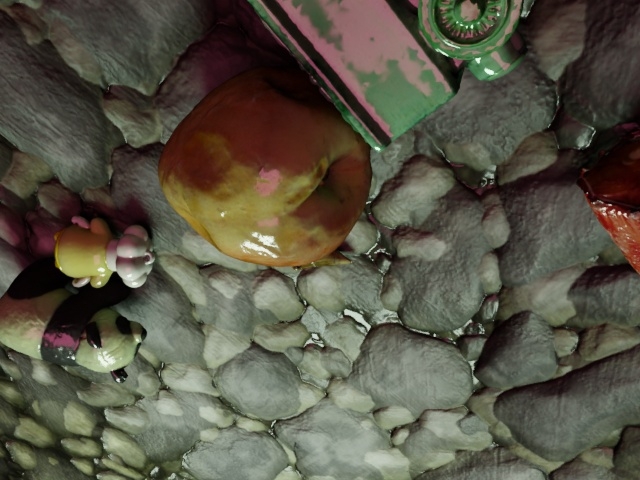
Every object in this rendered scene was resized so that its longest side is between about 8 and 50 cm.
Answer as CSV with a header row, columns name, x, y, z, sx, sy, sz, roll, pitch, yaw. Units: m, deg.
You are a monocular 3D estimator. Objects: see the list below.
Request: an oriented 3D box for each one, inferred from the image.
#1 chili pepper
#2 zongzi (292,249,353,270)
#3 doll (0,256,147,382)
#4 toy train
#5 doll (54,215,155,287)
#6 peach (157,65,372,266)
name,x,y,z,sx,sy,sz,roll,pitch,yaw
chili pepper,0.394,-0.008,0.592,0.144,0.136,0.253,-49,118,-12
zongzi,0.000,0.000,0.738,0.083,0.040,0.076,-3,114,3
doll,-0.382,0.128,0.865,0.234,0.135,0.144,19,126,-1
toy train,0.062,-0.235,0.508,0.201,0.145,0.266,-33,107,33
doll,-0.313,0.019,0.815,0.162,0.062,0.106,5,98,17
peach,-0.067,-0.083,0.617,0.235,0.214,0.214,15,126,27
